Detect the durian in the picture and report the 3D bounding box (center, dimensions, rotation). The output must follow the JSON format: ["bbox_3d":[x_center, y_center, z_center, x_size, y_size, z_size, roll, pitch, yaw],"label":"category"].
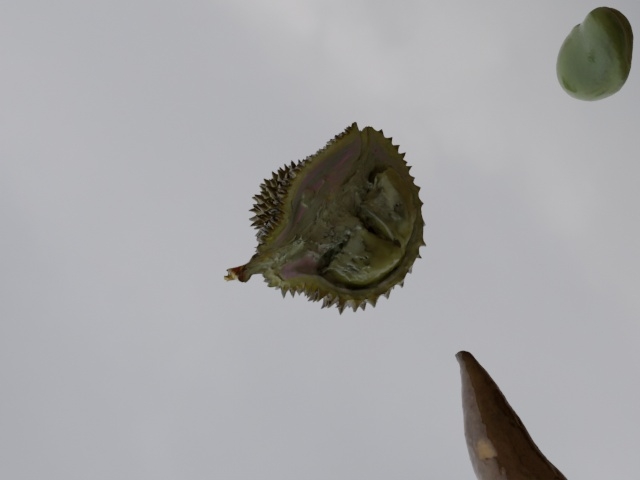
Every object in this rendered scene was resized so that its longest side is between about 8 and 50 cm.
[{"bbox_3d":[0.000,0.000,1.598,0.208,0.102,0.146,-30,-92,-33],"label":"durian"}]

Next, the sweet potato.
[{"bbox_3d":[0.162,0.204,1.274,0.067,0.059,0.281,-38,-76,-47],"label":"sweet potato"}]

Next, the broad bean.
[{"bbox_3d":[0.228,-0.152,1.535,0.063,0.083,0.045,35,-148,18],"label":"broad bean"}]
